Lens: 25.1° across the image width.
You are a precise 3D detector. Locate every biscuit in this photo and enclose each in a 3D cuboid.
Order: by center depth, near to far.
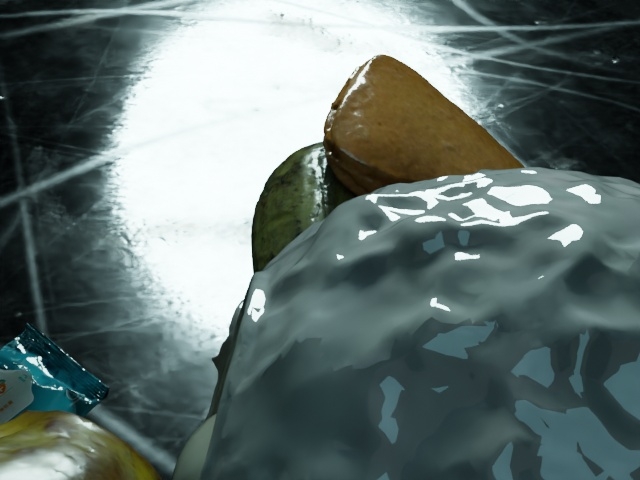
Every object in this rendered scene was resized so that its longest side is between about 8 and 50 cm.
[{"bbox_3d":[0.078,-0.024,0.912,0.192,0.036,0.186,41,38,-6],"label":"biscuit"}]

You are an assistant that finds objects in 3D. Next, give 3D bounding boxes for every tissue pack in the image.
[{"bbox_3d":[-0.193,0.107,0.808,0.138,0.028,0.085,-34,50,-31],"label":"tissue pack"}]

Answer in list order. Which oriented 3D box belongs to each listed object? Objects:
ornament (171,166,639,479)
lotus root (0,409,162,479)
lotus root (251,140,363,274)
[{"bbox_3d":[0.088,0.138,0.568,0.337,0.337,0.337,3,40,-3],"label":"ornament"},{"bbox_3d":[-0.173,0.181,0.608,0.193,0.193,0.291,26,45,22],"label":"lotus root"},{"bbox_3d":[0.000,0.000,0.910,0.089,0.080,0.179,31,40,-18],"label":"lotus root"}]
